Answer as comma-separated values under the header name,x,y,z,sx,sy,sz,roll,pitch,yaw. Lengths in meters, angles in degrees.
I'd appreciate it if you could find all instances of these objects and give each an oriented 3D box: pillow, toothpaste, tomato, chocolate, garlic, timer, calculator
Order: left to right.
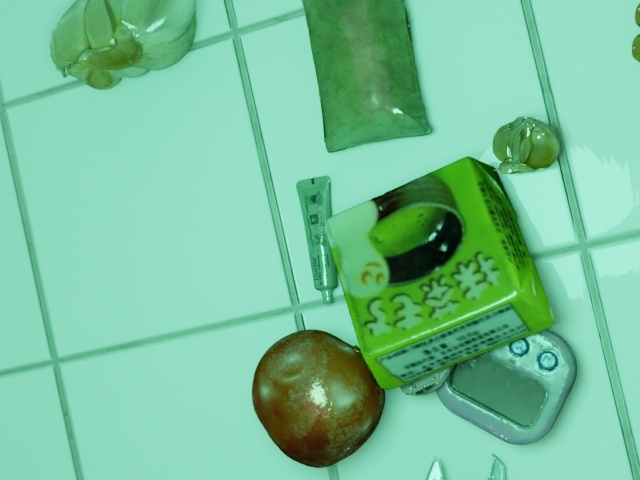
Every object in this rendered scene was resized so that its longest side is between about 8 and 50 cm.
name,x,y,z,sx,sy,sz,roll,pitch,yaw
garlic,-0.323,-0.379,1.899,0.281,0.185,0.203,-29,55,37
tomato,-0.011,0.260,1.774,0.232,0.188,0.232,24,142,20
toothpaste,0.000,0.000,1.864,0.064,0.041,0.218,-9,85,25
pillow,0.072,-0.308,1.808,0.185,0.075,0.302,-10,89,17
calculator,0.155,0.168,1.782,0.100,0.032,0.175,-31,58,33
chocolate,0.171,0.044,1.708,0.301,0.137,0.288,-25,63,17
timer,0.295,0.213,1.745,0.209,0.069,0.190,28,101,21
garlic,0.326,-0.156,1.724,0.113,0.074,0.094,9,115,25

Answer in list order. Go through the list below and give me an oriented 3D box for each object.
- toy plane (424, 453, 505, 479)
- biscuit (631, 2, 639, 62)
name,x,y,z,sx,sy,sz,roll,pitch,yaw
toy plane,0.242,0.479,1.759,0.255,0.101,0.251,40,92,14
biscuit,0.616,-0.309,1.637,0.289,0.044,0.201,12,96,16
